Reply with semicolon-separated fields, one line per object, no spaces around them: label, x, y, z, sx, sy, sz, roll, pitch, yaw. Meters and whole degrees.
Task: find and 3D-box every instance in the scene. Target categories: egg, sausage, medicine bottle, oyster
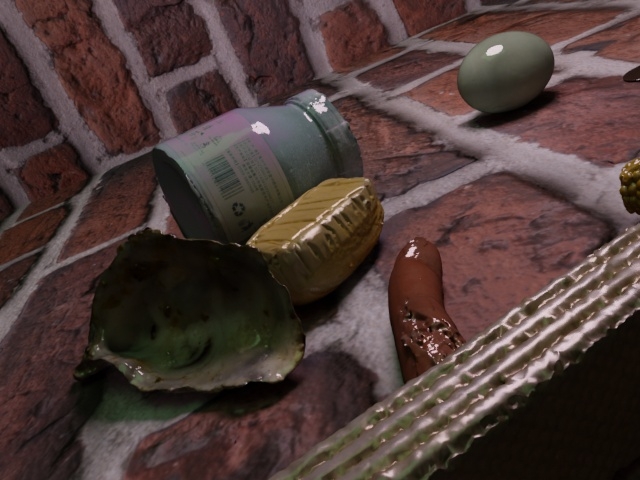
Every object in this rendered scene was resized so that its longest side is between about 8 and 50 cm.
egg;0.362;-0.328;1.149;0.192;0.149;0.149;-23;23;-7
sausage;0.107;0.083;0.604;0.078;0.078;0.304;-19;23;10
medicine bottle;-0.097;-0.106;0.989;0.289;0.245;0.245;-30;24;-21
oyster;-0.190;0.087;0.760;0.396;0.204;0.111;-6;-8;30

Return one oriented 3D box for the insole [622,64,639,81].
insole;0.706;-0.362;1.087;0.327;0.007;0.111;-27;22;-7

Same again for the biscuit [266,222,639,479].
biscuit;0.117;0.140;0.394;0.426;0.144;0.078;-29;25;-18

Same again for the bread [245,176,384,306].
bread;0.000;0.000;0.835;0.140;0.106;0.236;-1;31;43

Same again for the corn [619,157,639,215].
corn;0.444;-0.064;0.585;0.260;0.091;0.091;-2;72;41
